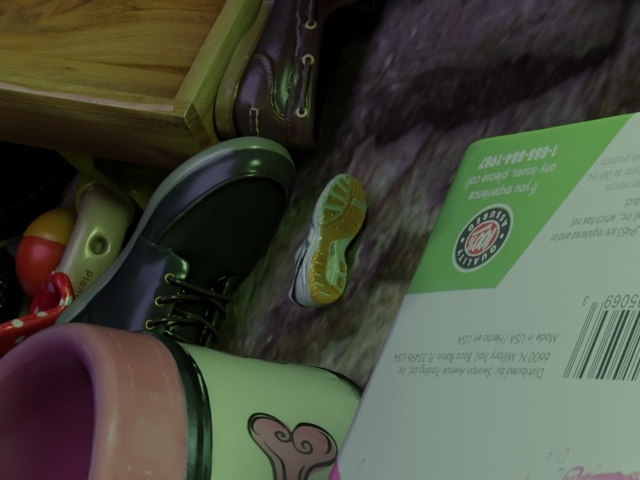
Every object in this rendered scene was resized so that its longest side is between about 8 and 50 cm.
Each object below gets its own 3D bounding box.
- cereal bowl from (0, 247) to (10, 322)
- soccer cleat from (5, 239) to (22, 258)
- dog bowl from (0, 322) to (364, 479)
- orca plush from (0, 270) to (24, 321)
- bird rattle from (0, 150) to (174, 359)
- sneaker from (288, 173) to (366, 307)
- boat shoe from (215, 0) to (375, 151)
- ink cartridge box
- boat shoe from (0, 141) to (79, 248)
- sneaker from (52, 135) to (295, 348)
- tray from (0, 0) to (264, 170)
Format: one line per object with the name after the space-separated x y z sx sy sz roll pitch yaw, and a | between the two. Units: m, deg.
-0.377 0.065 1.560 0.339 0.141 0.339 -46 27 31 | cereal bowl
-0.233 -0.061 1.523 0.076 0.068 0.196 101 177 -62 | soccer cleat
-0.137 0.220 0.882 0.408 0.150 0.408 -46 28 32 | dog bowl
-0.259 0.064 1.335 0.151 0.102 0.287 -31 65 56 | orca plush
-0.171 0.021 1.276 0.207 0.143 0.254 152 129 -70 | bird rattle
0.000 0.000 1.003 0.037 0.032 0.083 -24 42 54 | sneaker
0.000 -0.149 1.141 0.073 0.073 0.207 9 70 25 | boat shoe
0.081 0.137 0.569 0.207 0.119 0.353 -5 58 62 | ink cartridge box
-0.170 -0.213 1.403 0.500 0.187 0.156 -55 21 -5 | boat shoe
-0.080 0.045 1.080 0.222 0.083 0.118 -49 38 25 | sneaker
-0.221 -0.171 1.238 0.411 0.076 0.203 11 60 24 | tray
